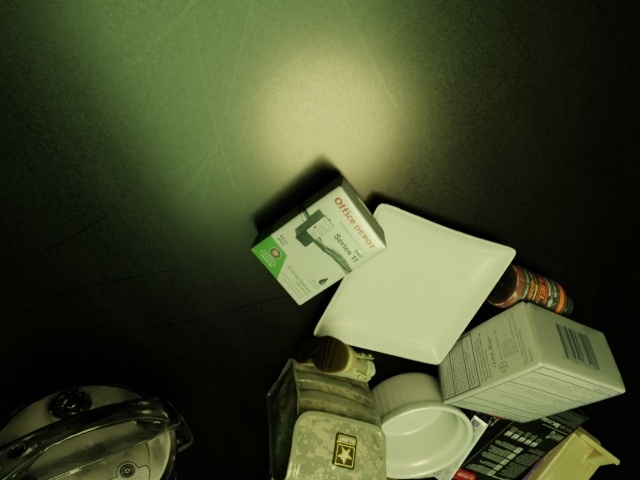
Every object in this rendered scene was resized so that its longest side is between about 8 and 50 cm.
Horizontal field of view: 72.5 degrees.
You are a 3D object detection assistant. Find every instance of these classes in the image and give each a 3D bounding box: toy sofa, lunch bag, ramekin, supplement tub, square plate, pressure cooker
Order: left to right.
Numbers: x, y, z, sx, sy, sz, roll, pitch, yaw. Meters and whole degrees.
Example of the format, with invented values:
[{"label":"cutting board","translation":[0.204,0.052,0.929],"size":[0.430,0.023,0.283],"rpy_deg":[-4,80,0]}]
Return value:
[{"label":"pressure cooker","translation":[-0.492,0.504,0.883],"size":[0.376,0.370,0.420],"rpy_deg":[19,114,-2]},{"label":"lunch bag","translation":[0.014,0.436,0.987],"size":[0.235,0.287,0.168],"rpy_deg":[22,113,-20]},{"label":"ramekin","translation":[0.235,0.474,1.134],"size":[0.277,0.135,0.277],"rpy_deg":[-4,121,-7]},{"label":"square plate","translation":[0.202,0.110,0.973],"size":[0.344,0.049,0.347],"rpy_deg":[17,114,-17]},{"label":"supplement tub","translation":[0.486,0.126,1.008],"size":[0.198,0.106,0.106],"rpy_deg":[19,114,-21]},{"label":"toy sofa","translation":[0.694,0.719,1.328],"size":[0.150,0.177,0.362],"rpy_deg":[37,92,-3]}]

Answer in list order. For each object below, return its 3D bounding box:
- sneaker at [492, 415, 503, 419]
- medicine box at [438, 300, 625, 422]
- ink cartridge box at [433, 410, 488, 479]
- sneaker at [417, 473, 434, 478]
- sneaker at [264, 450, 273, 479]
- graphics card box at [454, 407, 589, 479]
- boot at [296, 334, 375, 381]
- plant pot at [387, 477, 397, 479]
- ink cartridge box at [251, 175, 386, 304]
[{"label":"sneaker","translation":[0.436,0.426,1.196],"size":[0.175,0.067,0.064],"rpy_deg":[28,152,-8]},{"label":"medicine box","translation":[0.471,0.299,1.021],"size":[0.264,0.149,0.289],"rpy_deg":[21,138,-21]},{"label":"ink cartridge box","translation":[0.391,0.568,1.216],"size":[0.046,0.097,0.207],"rpy_deg":[33,97,18]},{"label":"sneaker","translation":[0.281,0.670,1.296],"size":[0.212,0.080,0.094],"rpy_deg":[29,122,-25]},{"label":"sneaker","translation":[-0.074,0.663,1.189],"size":[0.147,0.129,0.329],"rpy_deg":[6,117,-12]},{"label":"graphics card box","translation":[0.560,0.573,1.280],"size":[0.233,0.094,0.371],"rpy_deg":[28,112,-23]},{"label":"boot","translation":[0.060,0.270,0.970],"size":[0.165,0.213,0.077],"rpy_deg":[23,70,-23]},{"label":"plant pot","translation":[0.134,0.794,1.268],"size":[0.254,0.237,0.237],"rpy_deg":[-32,121,-10]},{"label":"ink cartridge box","translation":[0.000,0.000,0.828],"size":[0.208,0.087,0.153],"rpy_deg":[-35,105,15]}]
